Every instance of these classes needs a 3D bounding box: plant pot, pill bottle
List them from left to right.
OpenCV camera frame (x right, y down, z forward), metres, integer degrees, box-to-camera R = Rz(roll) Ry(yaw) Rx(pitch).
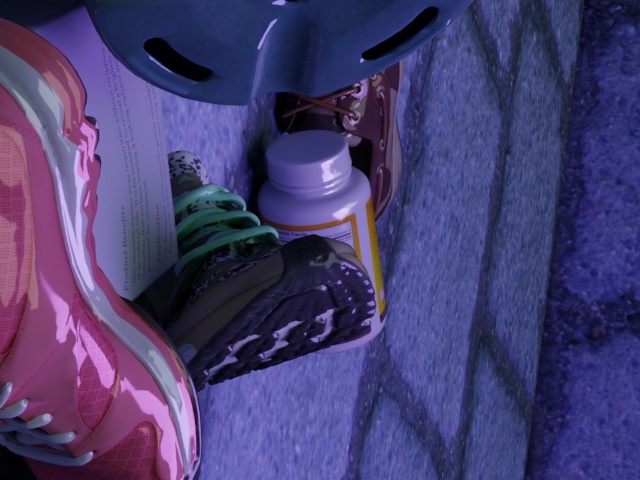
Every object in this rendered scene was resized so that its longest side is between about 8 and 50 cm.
[{"bbox_3d":[-0.053,-0.287,1.041,0.341,0.341,0.334,60,8,-57],"label":"plant pot"},{"bbox_3d":[0.000,0.000,1.749,0.117,0.117,0.215,-58,145,-56],"label":"pill bottle"}]

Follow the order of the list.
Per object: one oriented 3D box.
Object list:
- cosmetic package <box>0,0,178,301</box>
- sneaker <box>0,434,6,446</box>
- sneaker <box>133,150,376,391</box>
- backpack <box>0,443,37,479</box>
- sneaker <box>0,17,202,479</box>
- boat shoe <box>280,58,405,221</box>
[{"bbox_3d":[-0.232,-0.021,1.012,0.385,0.156,0.217,-41,130,-64],"label":"cosmetic package"},{"bbox_3d":[-0.190,0.203,1.205,0.232,0.115,0.090,72,27,-44],"label":"sneaker"},{"bbox_3d":[-0.094,0.019,1.281,0.410,0.158,0.182,-25,-97,67],"label":"sneaker"},{"bbox_3d":[-0.172,0.254,1.034,0.213,0.263,0.276,58,38,-56],"label":"backpack"},{"bbox_3d":[-0.163,0.051,0.860,0.136,0.116,0.314,-48,130,-46],"label":"sneaker"},{"bbox_3d":[0.019,-0.141,1.801,0.123,0.123,0.342,-69,159,-48],"label":"boat shoe"}]
